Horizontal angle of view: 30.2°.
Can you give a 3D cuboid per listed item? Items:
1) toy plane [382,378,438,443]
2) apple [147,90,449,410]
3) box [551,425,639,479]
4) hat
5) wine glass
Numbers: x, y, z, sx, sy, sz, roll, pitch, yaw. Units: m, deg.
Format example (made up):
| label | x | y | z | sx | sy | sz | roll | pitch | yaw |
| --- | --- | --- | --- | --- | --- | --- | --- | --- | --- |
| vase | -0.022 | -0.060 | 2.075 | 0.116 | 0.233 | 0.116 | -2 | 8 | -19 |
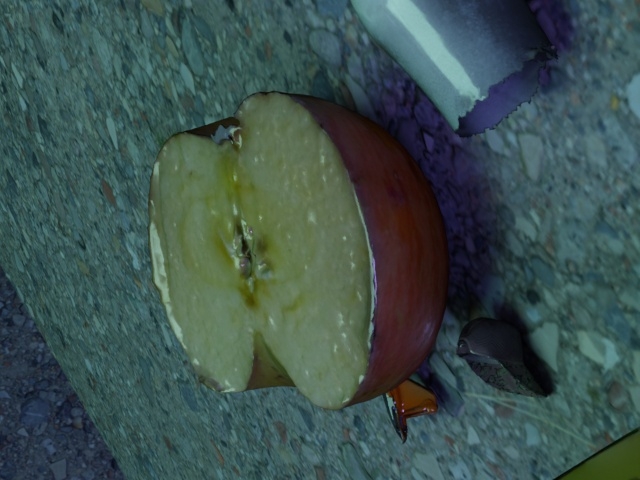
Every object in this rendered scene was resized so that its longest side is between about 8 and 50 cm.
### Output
| label | x | y | z | sx | sy | sz | roll | pitch | yaw |
| --- | --- | --- | --- | --- | --- | --- | --- | --- | --- |
| toy plane | 0.049 | 0.093 | 1.079 | 0.135 | 0.062 | 0.188 | 44 | -159 | -84 |
| apple | 0.000 | 0.000 | 0.967 | 0.293 | 0.163 | 0.251 | 0 | 101 | 49 |
| box | 0.203 | 0.215 | 0.635 | 0.175 | 0.062 | 0.260 | 59 | -177 | 27 |
| hat | 0.144 | 0.089 | 0.920 | 0.087 | 0.042 | 0.058 | 34 | 165 | -16 |
| wine glass | 0.061 | -0.176 | 0.755 | 0.222 | 0.103 | 0.103 | 58 | 155 | 14 |
